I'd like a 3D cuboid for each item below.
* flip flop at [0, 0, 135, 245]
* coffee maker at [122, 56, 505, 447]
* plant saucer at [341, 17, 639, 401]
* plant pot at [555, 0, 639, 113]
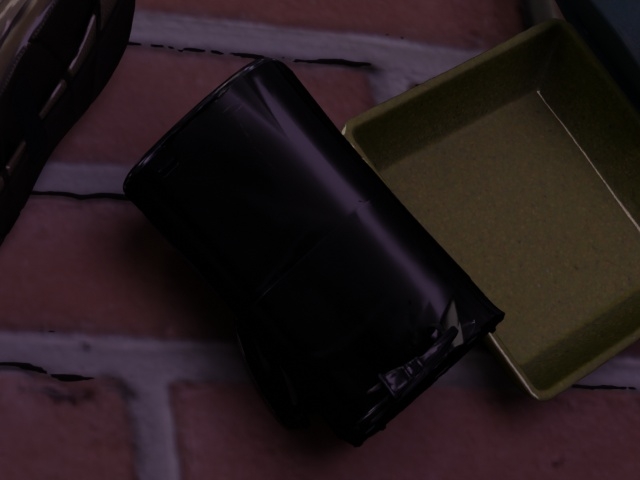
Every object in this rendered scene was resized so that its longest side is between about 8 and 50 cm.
[{"bbox_3d":[-0.186,-0.063,0.914,0.080,0.112,0.277,19,55,17],"label":"flip flop"},{"bbox_3d":[0.000,0.000,0.915,0.120,0.171,0.178,-39,82,-19],"label":"coffee maker"},{"bbox_3d":[0.122,-0.015,1.055,0.188,0.045,0.188,-28,78,-34],"label":"plant saucer"},{"bbox_3d":[0.249,-0.165,1.084,0.195,0.290,0.290,-35,79,1],"label":"plant pot"}]
